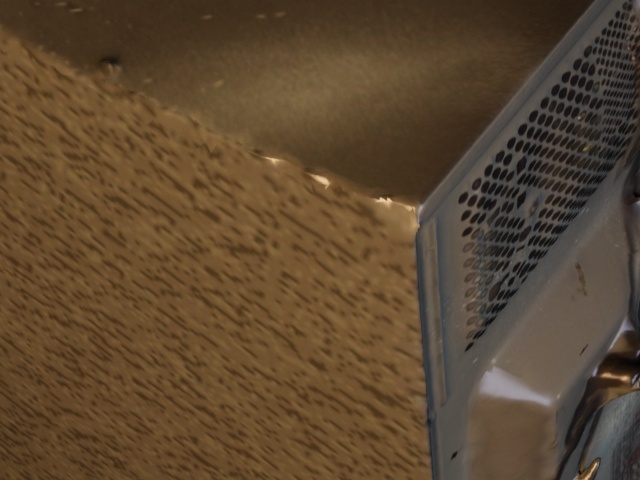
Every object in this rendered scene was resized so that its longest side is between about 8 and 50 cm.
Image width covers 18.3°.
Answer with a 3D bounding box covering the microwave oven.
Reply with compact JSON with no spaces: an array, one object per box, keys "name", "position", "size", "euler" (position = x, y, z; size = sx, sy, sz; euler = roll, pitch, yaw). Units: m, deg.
[{"name":"microwave oven","position":[0.000,0.000,0.950],"size":[0.236,0.374,0.432],"euler":[-50,151,-29]}]
